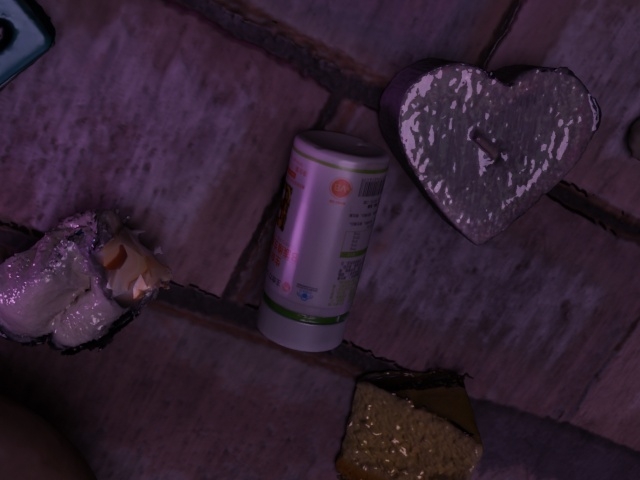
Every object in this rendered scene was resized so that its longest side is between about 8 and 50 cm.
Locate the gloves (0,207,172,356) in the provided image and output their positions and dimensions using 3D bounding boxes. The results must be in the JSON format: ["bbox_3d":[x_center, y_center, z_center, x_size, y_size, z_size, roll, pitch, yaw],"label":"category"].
[{"bbox_3d":[-0.211,0.041,0.661,0.153,0.070,0.114,-33,125,9],"label":"gloves"}]

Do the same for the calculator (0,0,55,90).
[{"bbox_3d":[-0.360,-0.169,0.536,0.248,0.058,0.274,-35,118,3],"label":"calculator"}]

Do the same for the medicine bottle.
[{"bbox_3d":[0.000,0.000,0.687,0.086,0.086,0.183,7,111,-17],"label":"medicine bottle"}]

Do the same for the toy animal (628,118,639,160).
[{"bbox_3d":[0.509,-0.063,0.746,0.266,0.188,0.308,-42,113,-4],"label":"toy animal"}]

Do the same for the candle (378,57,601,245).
[{"bbox_3d":[0.147,-0.081,0.700,0.192,0.068,0.168,2,109,-14],"label":"candle"}]

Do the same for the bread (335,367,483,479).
[{"bbox_3d":[0.095,0.220,0.806,0.152,0.127,0.147,7,112,1],"label":"bread"}]

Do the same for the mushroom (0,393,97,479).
[{"bbox_3d":[-0.348,0.291,0.609,0.362,0.294,0.362,-5,114,-10],"label":"mushroom"}]
